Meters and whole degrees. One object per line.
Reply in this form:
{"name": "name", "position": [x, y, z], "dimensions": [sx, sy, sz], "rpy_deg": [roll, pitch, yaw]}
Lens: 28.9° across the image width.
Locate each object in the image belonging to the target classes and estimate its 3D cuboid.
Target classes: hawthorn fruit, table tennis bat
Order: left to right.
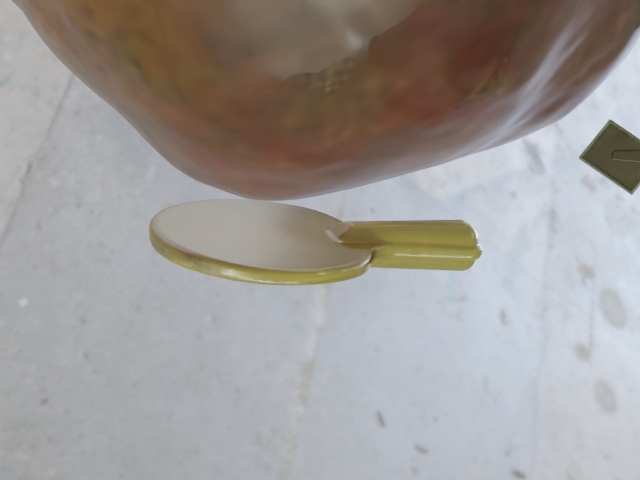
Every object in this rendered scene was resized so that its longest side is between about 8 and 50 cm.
{"name": "table tennis bat", "position": [0.000, 0.000, 1.161], "dimensions": [0.321, 0.198, 0.050], "rpy_deg": [2, 108, -19]}
{"name": "hawthorn fruit", "position": [0.002, -0.167, 0.485], "dimensions": [0.325, 0.308, 0.308], "rpy_deg": [26, 42, -77]}

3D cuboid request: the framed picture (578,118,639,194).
{"name": "framed picture", "position": [0.385, -0.107, 1.593], "dimensions": [0.089, 0.066, 0.007], "rpy_deg": [40, 3, 29]}
